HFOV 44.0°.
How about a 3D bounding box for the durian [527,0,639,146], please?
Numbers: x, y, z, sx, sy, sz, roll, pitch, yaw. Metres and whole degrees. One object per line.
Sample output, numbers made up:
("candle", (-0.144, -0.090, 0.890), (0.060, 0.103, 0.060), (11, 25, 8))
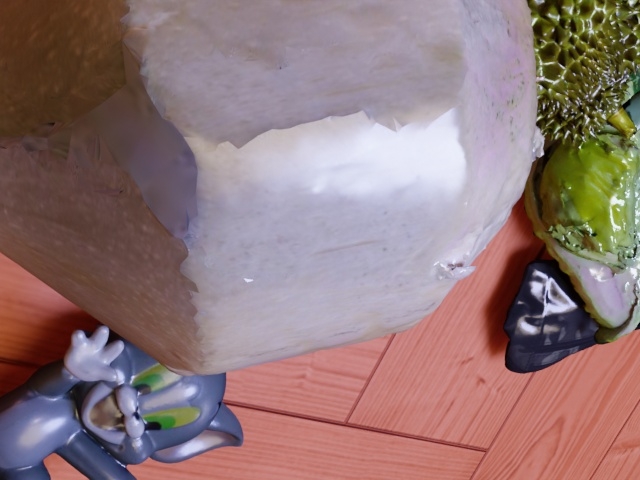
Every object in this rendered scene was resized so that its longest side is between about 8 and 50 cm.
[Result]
("durian", (0.205, -0.178, 0.696), (0.146, 0.159, 0.198), (-25, 129, -1))

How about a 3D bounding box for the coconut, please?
("coconut", (-0.062, -0.073, 0.488), (0.352, 0.352, 0.353), (-13, 120, -24))

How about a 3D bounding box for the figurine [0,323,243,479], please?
("figurine", (-0.187, 0.152, 0.654), (0.265, 0.140, 0.193), (-22, 101, -4))

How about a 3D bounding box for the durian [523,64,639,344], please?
("durian", (0.275, -0.058, 0.805), (0.106, 0.132, 0.375), (-13, 107, -18))

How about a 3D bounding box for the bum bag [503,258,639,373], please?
("bum bag", (0.359, 0.059, 0.946), (0.340, 0.095, 0.144), (-13, 122, -21))
